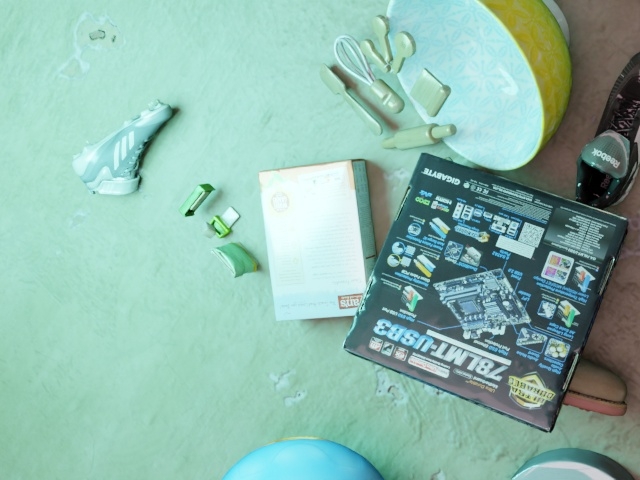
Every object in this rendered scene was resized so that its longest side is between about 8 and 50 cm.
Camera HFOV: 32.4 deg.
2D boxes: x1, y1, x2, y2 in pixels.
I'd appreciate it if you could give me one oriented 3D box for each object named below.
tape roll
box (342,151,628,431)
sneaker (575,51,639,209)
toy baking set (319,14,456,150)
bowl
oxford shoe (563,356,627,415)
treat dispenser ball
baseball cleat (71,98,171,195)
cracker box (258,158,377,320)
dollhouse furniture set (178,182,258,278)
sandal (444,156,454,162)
[{"bbox_3d":[0.357,0.409,1.559,0.219,0.072,0.219,3,97,22],"label":"tape roll"},{"bbox_3d":[0.218,0.065,1.457,0.295,0.073,0.293,20,84,17],"label":"box"},{"bbox_3d":[0.391,-0.131,1.435,0.078,0.106,0.234,28,124,21],"label":"sneaker"},{"bbox_3d":[0.097,-0.218,1.573,0.256,0.030,0.197,-13,105,60],"label":"toy baking set"},{"bbox_3d":[0.240,-0.254,1.475,0.156,0.289,0.289,-35,80,-22],"label":"bowl"},{"bbox_3d":[0.261,0.110,1.535,0.397,0.140,0.147,29,94,12],"label":"oxford shoe"},{"bbox_3d":[-0.026,0.430,1.598,0.288,0.288,0.288,2,96,22],"label":"treat dispenser ball"},{"bbox_3d":[-0.304,-0.142,1.779,0.206,0.072,0.109,-27,99,27],"label":"baseball cleat"},{"bbox_3d":[0.000,0.000,1.663,0.155,0.067,0.232,-5,93,23],"label":"cracker box"},{"bbox_3d":[-0.148,-0.016,1.715,0.152,0.076,0.058,47,110,12],"label":"dollhouse furniture set"},{"bbox_3d":[0.247,-0.059,1.560,0.180,0.072,0.049,43,93,11],"label":"sandal"}]
